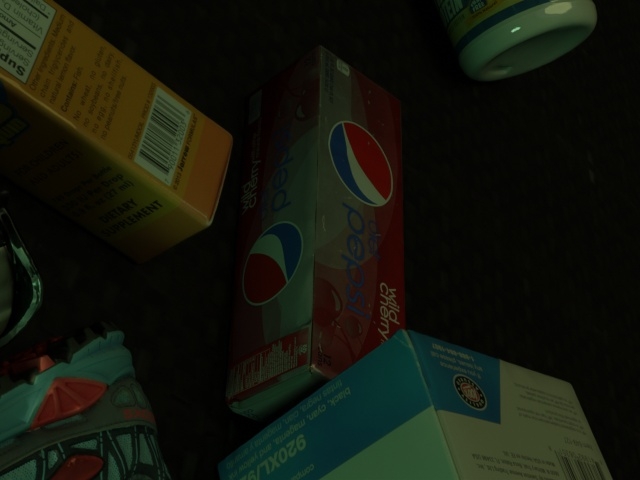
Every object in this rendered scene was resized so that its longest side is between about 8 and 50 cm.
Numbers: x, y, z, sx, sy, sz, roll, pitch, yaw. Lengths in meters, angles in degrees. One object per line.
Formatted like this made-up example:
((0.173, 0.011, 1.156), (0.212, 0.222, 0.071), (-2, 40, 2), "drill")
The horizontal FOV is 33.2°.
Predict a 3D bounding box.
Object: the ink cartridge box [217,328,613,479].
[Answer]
((0.075, 0.203, 0.597), (0.171, 0.168, 0.233), (22, 39, -42), "ink cartridge box")

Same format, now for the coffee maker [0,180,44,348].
((-0.236, 0.005, 0.444), (0.171, 0.120, 0.178), (43, 33, 12), "coffee maker")

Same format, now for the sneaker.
((-0.149, 0.131, 0.462), (0.262, 0.104, 0.125), (-33, 96, -54), "sneaker")

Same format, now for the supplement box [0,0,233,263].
((-0.162, -0.082, 0.602), (0.233, 0.078, 0.080), (37, 46, -29), "supplement box")

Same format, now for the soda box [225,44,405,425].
((0.000, 0.000, 0.741), (0.092, 0.083, 0.263), (30, 48, -35), "soda box")

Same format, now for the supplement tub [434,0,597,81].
((0.178, -0.277, 1.082), (0.144, 0.144, 0.200), (-7, 73, -52), "supplement tub")
